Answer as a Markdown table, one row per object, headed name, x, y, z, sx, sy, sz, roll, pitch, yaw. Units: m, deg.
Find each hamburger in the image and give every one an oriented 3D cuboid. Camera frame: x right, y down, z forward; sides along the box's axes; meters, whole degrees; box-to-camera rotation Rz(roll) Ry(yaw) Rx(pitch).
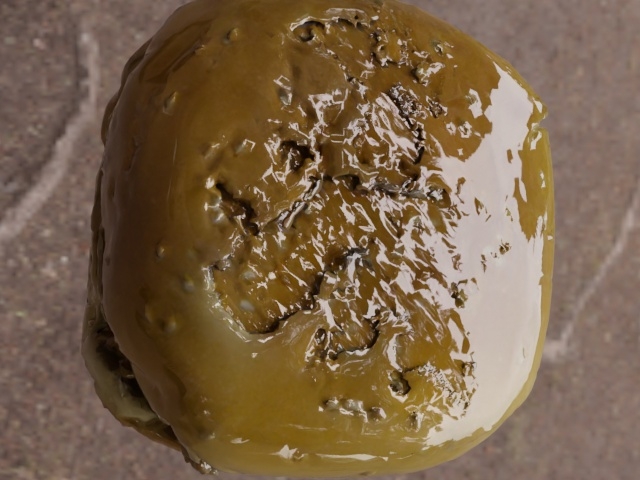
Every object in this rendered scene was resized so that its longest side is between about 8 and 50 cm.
| name | x | y | z | sx | sy | sz | roll | pitch | yaw |
| --- | --- | --- | --- | --- | --- | --- | --- | --- | --- |
| hamburger | 0.004 | -0.006 | 0.943 | 0.284 | 0.174 | 0.305 | 4 | 83 | -18 |
